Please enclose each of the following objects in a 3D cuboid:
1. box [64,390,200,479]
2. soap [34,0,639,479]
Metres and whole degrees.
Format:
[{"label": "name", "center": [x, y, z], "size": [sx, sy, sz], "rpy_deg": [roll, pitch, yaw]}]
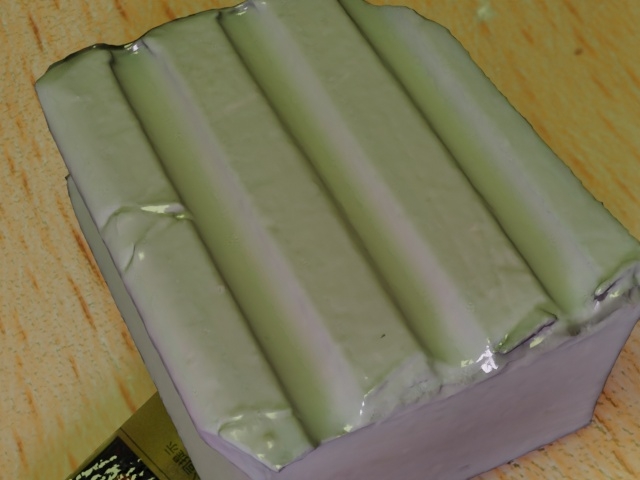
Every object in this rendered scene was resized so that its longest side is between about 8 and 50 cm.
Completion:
[{"label": "box", "center": [-0.138, 0.240, 1.196], "size": [0.240, 0.071, 0.159], "rpy_deg": [-45, 66, -11]}, {"label": "soap", "center": [0.000, 0.000, 1.169], "size": [0.350, 0.213, 0.435], "rpy_deg": [-25, 58, -14]}]
